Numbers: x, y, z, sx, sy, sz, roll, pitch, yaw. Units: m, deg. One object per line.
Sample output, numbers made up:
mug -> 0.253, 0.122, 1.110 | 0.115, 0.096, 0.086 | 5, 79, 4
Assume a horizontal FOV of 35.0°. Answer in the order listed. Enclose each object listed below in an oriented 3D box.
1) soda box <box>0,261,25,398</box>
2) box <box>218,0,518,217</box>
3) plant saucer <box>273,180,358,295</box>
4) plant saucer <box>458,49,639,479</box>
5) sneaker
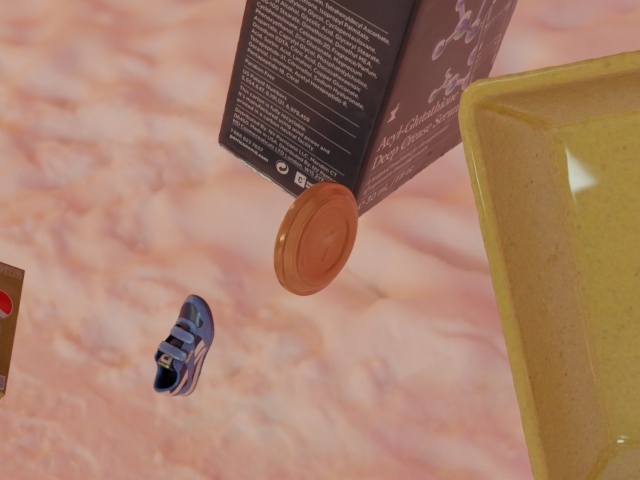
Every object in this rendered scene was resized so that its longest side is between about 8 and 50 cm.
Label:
soda box -> -0.410, 0.113, 1.237 | 0.058, 0.061, 0.181 | 24, 45, -30
box -> 0.076, -0.267, 1.203 | 0.212, 0.395, 0.293 | 34, 44, 20
plant saucer -> 0.000, 0.000, 0.706 | 0.013, 0.083, 0.083 | 24, 46, 35
plant saucer -> 0.284, 0.027, 0.640 | 0.332, 0.333, 0.081 | -7, 16, 25
sneaker -> -0.181, 0.141, 1.329 | 0.053, 0.144, 0.059 | 21, 13, 34
